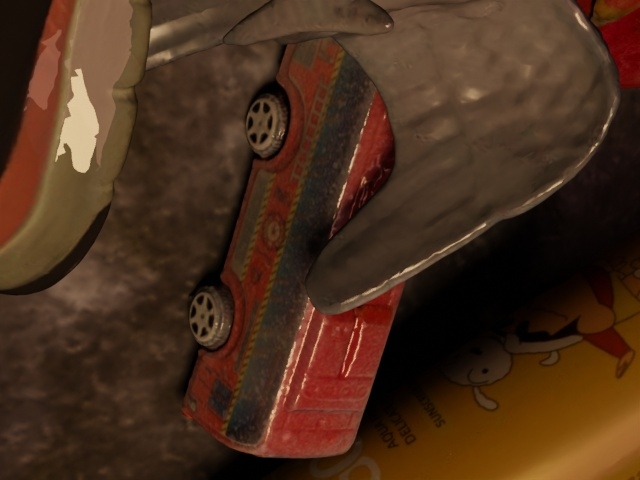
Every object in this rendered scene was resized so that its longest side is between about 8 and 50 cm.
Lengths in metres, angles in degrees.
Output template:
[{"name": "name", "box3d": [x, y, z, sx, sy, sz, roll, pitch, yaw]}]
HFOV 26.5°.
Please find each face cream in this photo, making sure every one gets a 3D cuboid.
[{"name": "face cream", "box3d": [0.036, 0.127, 0.610, 0.348, 0.105, 0.105, -33, 131, -1]}]

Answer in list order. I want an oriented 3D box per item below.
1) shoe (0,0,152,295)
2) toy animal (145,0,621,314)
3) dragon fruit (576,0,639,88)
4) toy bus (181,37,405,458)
[{"name": "shoe", "box3d": [-0.115, -0.120, 0.392, 0.137, 0.114, 0.291, 2, 115, -34]}, {"name": "toy animal", "box3d": [0.033, -0.098, 0.465, 0.176, 0.255, 0.239, -20, 100, -56]}, {"name": "dragon fruit", "box3d": [0.131, -0.132, 0.561, 0.166, 0.133, 0.136, -50, 131, -10]}, {"name": "toy bus", "box3d": [0.000, 0.000, 0.563, 0.065, 0.077, 0.192, 6, 108, -37]}]
